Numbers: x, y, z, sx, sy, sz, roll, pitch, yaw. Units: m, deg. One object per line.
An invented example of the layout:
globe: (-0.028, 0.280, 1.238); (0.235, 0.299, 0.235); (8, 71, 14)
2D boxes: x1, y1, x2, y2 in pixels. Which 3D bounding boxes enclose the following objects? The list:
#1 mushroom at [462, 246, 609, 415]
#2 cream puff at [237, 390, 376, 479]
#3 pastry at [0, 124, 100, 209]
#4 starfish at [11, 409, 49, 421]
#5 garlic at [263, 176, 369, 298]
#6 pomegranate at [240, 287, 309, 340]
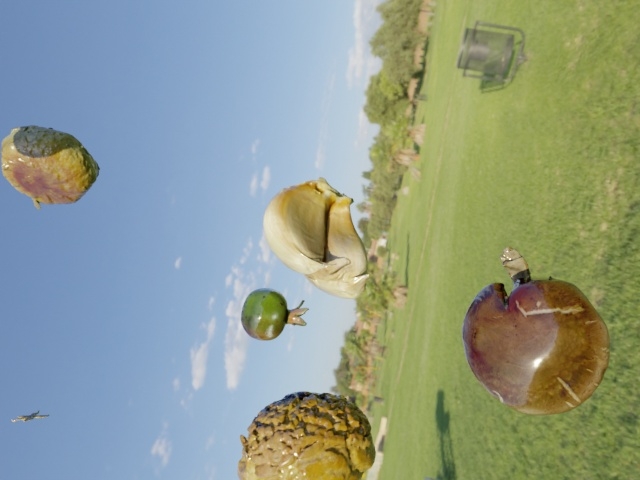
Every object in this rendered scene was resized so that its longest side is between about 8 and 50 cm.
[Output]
mushroom: (0.210, 0.086, 0.494); (0.080, 0.135, 0.170); (44, -144, -53)
cream puff: (-0.037, 0.495, 1.215); (0.327, 0.343, 0.230); (26, -124, -61)
pastry: (-0.948, -0.257, 1.694); (0.329, 0.330, 0.136); (93, 177, -51)
starfish: (-0.794, 0.485, 1.338); (0.086, 0.092, 0.016); (-5, 81, 56)
garlic: (0.000, 0.000, 1.264); (0.286, 0.250, 0.312); (51, -148, -54)
pomegranate: (-0.153, 0.249, 1.637); (0.181, 0.225, 0.181); (-174, 90, -85)
